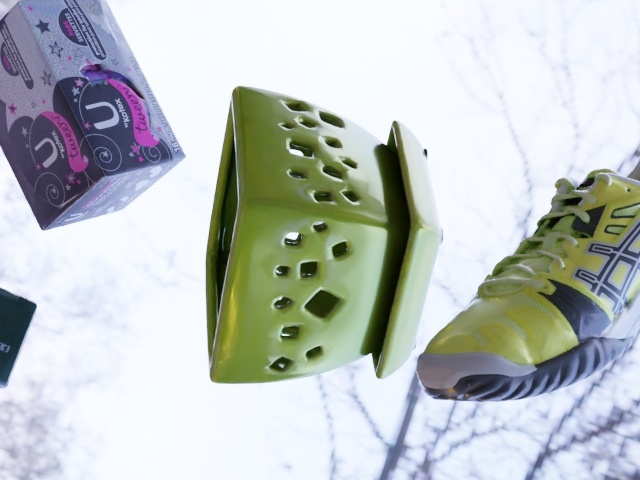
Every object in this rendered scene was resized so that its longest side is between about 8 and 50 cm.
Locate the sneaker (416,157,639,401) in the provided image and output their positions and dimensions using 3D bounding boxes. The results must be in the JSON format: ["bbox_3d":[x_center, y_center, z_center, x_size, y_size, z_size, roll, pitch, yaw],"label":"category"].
[{"bbox_3d":[0.214,0.023,1.474,0.145,0.385,0.147,-3,-70,49],"label":"sneaker"}]

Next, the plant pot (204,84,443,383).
[{"bbox_3d":[0.000,0.000,1.711,0.227,0.207,0.228,-96,-166,-55],"label":"plant pot"}]

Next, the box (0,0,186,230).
[{"bbox_3d":[-0.308,-0.162,2.105,0.163,0.142,0.247,-35,-101,43],"label":"box"}]

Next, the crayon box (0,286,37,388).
[{"bbox_3d":[-0.406,0.065,1.530,0.323,0.203,0.083,-11,-123,62],"label":"crayon box"}]
